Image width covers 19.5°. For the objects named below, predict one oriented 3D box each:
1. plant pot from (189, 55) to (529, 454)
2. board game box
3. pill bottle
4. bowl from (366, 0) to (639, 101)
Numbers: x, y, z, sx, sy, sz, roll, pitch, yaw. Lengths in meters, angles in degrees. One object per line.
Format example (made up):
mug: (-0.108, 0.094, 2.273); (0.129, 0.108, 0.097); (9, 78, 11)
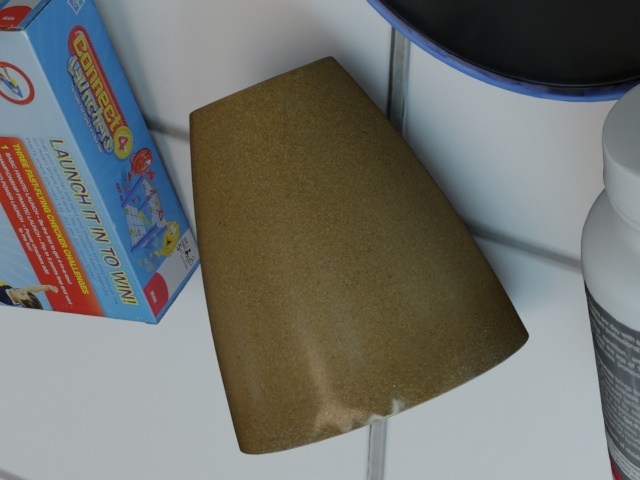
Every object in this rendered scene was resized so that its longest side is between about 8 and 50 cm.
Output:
plant pot: (0.000, 0.000, 1.414); (0.237, 0.237, 0.254); (-20, 95, 41)
board game box: (-0.290, -0.081, 1.590); (0.302, 0.086, 0.308); (5, 133, 30)
pill bottle: (0.268, 0.046, 1.253); (0.176, 0.176, 0.319); (10, 135, 28)
bowl: (0.147, -0.267, 1.205); (0.391, 0.077, 0.391); (17, 129, 23)
